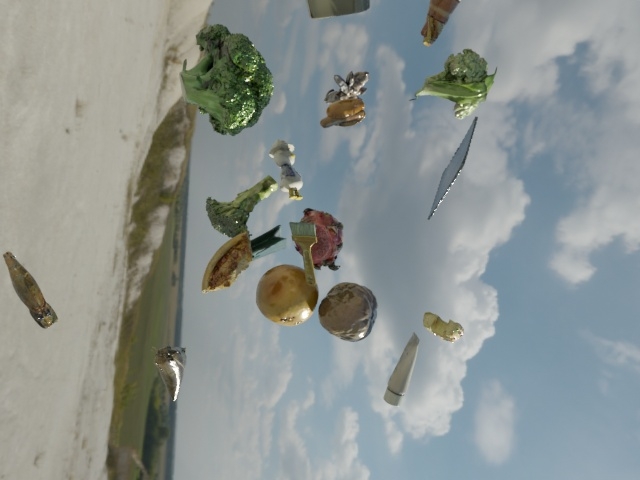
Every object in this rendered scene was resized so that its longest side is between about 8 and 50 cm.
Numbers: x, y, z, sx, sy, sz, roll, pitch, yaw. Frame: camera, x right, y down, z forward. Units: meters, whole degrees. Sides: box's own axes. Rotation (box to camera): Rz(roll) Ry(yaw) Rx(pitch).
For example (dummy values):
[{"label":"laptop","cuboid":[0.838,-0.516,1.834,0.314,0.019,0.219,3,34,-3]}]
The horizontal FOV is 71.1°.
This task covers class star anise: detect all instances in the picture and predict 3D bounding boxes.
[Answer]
[{"label":"star anise","cuboid":[0.117,-0.640,1.928,0.236,0.229,0.093,-38,-126,20]}]

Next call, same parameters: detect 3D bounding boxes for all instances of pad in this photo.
[{"label":"pad","cuboid":[0.426,-0.230,1.446,0.269,0.012,0.269,107,8,-54]}]

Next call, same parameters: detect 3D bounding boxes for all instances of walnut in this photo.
[{"label":"walnut","cuboid":[0.112,0.290,1.834,0.248,0.249,0.248,-176,-90,-73]}]

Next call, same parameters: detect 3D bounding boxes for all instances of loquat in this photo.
[{"label":"loquat","cuboid":[-0.133,0.224,1.841,0.263,0.263,0.262,-176,-90,-73]}]

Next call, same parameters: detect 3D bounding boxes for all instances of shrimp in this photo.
[{"label":"shrimp","cuboid":[-0.881,0.147,1.352,0.173,0.058,0.253,-1,-63,59]}]

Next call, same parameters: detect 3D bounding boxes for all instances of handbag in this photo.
[{"label":"handbag","cuboid":[-0.282,0.030,2.214,0.089,0.239,0.326,63,-8,4]}]

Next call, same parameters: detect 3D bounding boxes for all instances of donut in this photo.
[{"label":"donut","cuboid":[0.464,0.333,1.674,0.166,0.108,0.065,13,-117,53]}]

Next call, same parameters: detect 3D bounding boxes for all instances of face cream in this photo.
[{"label":"face cream","cuboid":[0.361,0.553,1.917,0.143,0.089,0.314,-31,143,-86]}]

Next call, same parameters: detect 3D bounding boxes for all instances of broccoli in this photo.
[{"label":"broccoli","cuboid":[-0.350,-0.152,2.123,0.221,0.362,0.252,80,-17,-63]},{"label":"broccoli","cuboid":[-0.318,-0.532,1.533,0.321,0.310,0.413,40,30,-74]}]

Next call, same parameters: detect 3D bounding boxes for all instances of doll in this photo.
[{"label":"doll","cuboid":[-0.146,-0.316,1.962,0.119,0.138,0.293,-27,-107,29]}]

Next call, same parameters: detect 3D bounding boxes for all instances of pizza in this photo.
[{"label":"pizza","cuboid":[-0.326,0.080,1.587,0.134,0.271,0.056,36,-16,31]}]

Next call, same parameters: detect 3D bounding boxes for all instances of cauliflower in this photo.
[{"label":"cauliflower","cuboid":[0.480,-0.578,1.642,0.256,0.316,0.238,5,81,-76]}]

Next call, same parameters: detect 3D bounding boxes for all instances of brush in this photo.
[{"label":"brush","cuboid":[-0.042,0.045,1.359,0.010,0.083,0.218,-52,140,-58]}]

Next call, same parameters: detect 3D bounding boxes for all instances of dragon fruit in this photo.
[{"label":"dragon fruit","cuboid":[0.000,0.000,1.770,0.282,0.211,0.147,66,13,-2]}]

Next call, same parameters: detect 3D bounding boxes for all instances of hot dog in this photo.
[{"label":"hot dog","cuboid":[0.425,-0.821,1.572,0.261,0.093,0.123,-57,-175,27]},{"label":"hot dog","cuboid":[0.067,-0.382,1.359,0.089,0.140,0.060,77,13,-57]}]

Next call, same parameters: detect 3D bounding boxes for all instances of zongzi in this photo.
[{"label":"zongzi","cuboid":[-0.499,0.442,1.469,0.187,0.084,0.184,93,-3,-75]}]

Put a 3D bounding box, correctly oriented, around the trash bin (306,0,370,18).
[{"label":"trash bin","cuboid":[0.035,-0.749,1.197,0.219,0.220,0.250,-79,164,-52]}]
